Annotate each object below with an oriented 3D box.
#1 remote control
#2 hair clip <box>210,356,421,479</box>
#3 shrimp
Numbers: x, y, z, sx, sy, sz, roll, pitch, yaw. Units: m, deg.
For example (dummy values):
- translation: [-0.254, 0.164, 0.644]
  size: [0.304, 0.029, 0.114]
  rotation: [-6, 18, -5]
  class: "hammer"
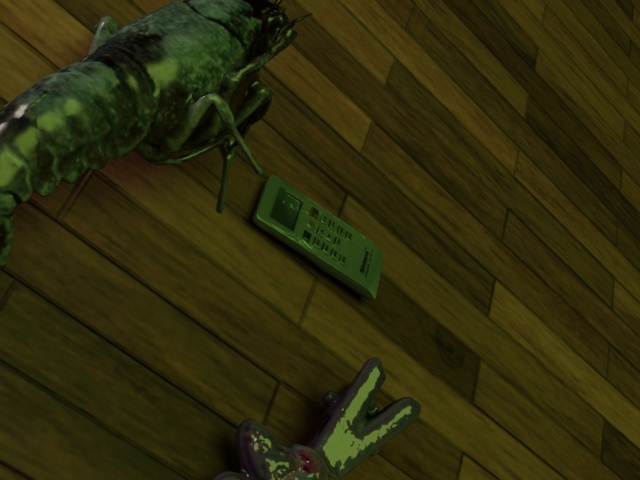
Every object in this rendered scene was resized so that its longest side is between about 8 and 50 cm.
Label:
- translation: [0.000, 0.000, 0.849]
  size: [0.162, 0.029, 0.061]
  rotation: [34, 48, -21]
  class: "remote control"
- translation: [-0.011, 0.193, 0.702]
  size: [0.137, 0.090, 0.278]
  rotation: [49, 44, -2]
  class: "hair clip"
- translation: [-0.141, -0.111, 0.683]
  size: [0.221, 0.166, 0.410]
  rotation: [37, 37, 12]
  class: "shrimp"
